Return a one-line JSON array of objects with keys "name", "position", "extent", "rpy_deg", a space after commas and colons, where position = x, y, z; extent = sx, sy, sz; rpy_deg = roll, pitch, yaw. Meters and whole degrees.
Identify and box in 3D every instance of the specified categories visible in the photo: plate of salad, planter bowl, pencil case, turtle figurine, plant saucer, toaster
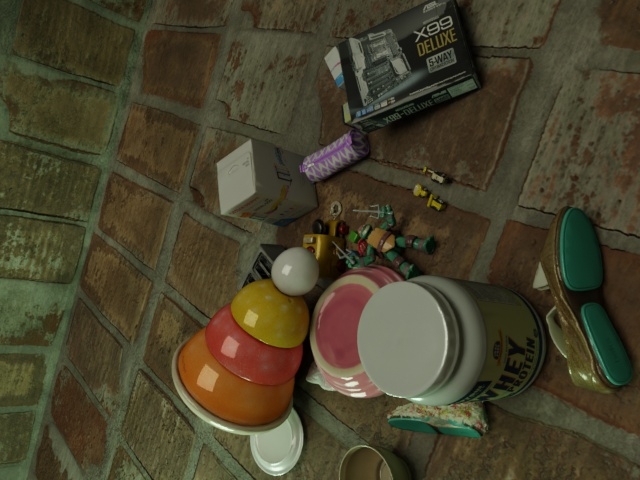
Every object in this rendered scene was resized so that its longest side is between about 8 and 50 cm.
[{"name": "plate of salad", "position": [-0.120, 0.554, 1.624], "extent": [0.200, 0.048, 0.199], "rpy_deg": [-13, 68, 35]}, {"name": "planter bowl", "position": [0.136, 0.543, 1.307], "extent": [0.162, 0.109, 0.161], "rpy_deg": [-12, 73, 44]}, {"name": "pencil case", "position": [0.037, -0.232, 1.586], "extent": [0.206, 0.088, 0.086], "rpy_deg": [-26, 66, 40]}, {"name": "turtle figurine", "position": [0.152, 0.000, 1.394], "extent": [0.234, 0.118, 0.175], "rpy_deg": [27, 102, 34]}, {"name": "plant saucer", "position": [0.090, 0.213, 1.412], "extent": [0.332, 0.084, 0.331], "rpy_deg": [-18, 62, 39]}, {"name": "toaster", "position": [-0.140, 0.123, 1.687], "extent": [0.185, 0.110, 0.168], "rpy_deg": [47, 117, 41]}]

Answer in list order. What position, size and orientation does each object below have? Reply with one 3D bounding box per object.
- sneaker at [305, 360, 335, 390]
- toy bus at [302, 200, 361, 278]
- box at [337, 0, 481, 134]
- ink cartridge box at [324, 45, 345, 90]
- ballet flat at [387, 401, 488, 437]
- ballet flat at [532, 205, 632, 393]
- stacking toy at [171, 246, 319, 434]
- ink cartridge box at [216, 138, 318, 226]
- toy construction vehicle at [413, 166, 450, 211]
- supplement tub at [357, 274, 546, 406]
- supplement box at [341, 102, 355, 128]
[{"name": "sneaker", "position": [0.018, 0.356, 1.512], "extent": [0.152, 0.054, 0.061], "rpy_deg": [10, 86, 48]}, {"name": "toy bus", "position": [0.003, 0.012, 1.560], "extent": [0.191, 0.105, 0.202], "rpy_deg": [-53, 49, 25]}, {"name": "box", "position": [0.206, -0.423, 1.392], "extent": [0.308, 0.077, 0.242], "rpy_deg": [-17, 69, 25]}, {"name": "ink cartridge box", "position": [0.074, -0.467, 1.591], "extent": [0.052, 0.089, 0.122], "rpy_deg": [-44, 53, 32]}, {"name": "ballet flat", "position": [0.256, 0.378, 1.249], "extent": [0.241, 0.091, 0.077], "rpy_deg": [-9, 46, 41]}, {"name": "ballet flat", "position": [0.463, 0.111, 1.065], "extent": [0.124, 0.116, 0.342], "rpy_deg": [-39, 58, 59]}, {"name": "stacking toy", "position": [-0.139, 0.223, 1.477], "extent": [0.350, 0.351, 0.479], "rpy_deg": [52, 121, 39]}, {"name": "ink cartridge box", "position": [-0.156, -0.159, 1.668], "extent": [0.171, 0.233, 0.168], "rpy_deg": [-26, 63, 41]}, {"name": "toy construction vehicle", "position": [0.269, -0.123, 1.362], "extent": [0.098, 0.035, 0.085], "rpy_deg": [37, 120, 47]}, {"name": "supplement tub", "position": [0.251, 0.189, 1.096], "extent": [0.236, 0.325, 0.235], "rpy_deg": [-11, 74, 45]}, {"name": "supplement box", "position": [0.115, -0.338, 1.526], "extent": [0.083, 0.083, 0.056], "rpy_deg": [-23, 66, 42]}]
